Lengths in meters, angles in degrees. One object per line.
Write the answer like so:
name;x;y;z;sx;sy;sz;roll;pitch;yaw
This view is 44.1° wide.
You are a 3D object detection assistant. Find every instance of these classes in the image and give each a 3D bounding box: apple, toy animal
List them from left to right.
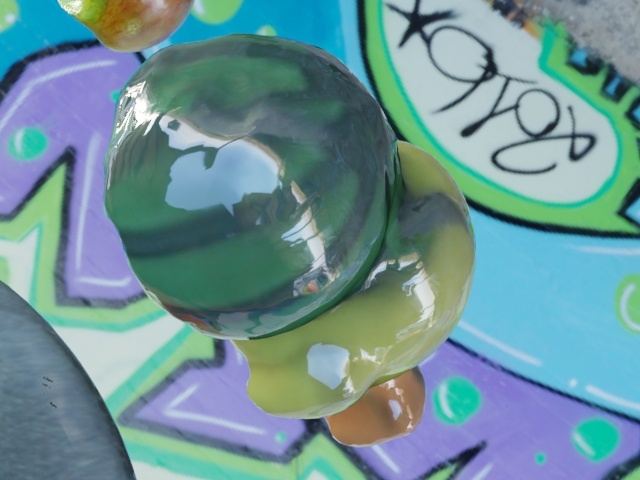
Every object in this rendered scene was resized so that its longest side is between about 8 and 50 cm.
apple;-0.349;-0.457;1.388;0.246;0.226;0.246;50;-172;-9
toy animal;0.002;-0.002;0.532;0.338;0.191;0.216;51;-155;-50

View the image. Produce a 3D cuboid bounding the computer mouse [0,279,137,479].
computer mouse;-0.167;0.173;0.407;0.114;0.203;0.373;16;-138;-49
